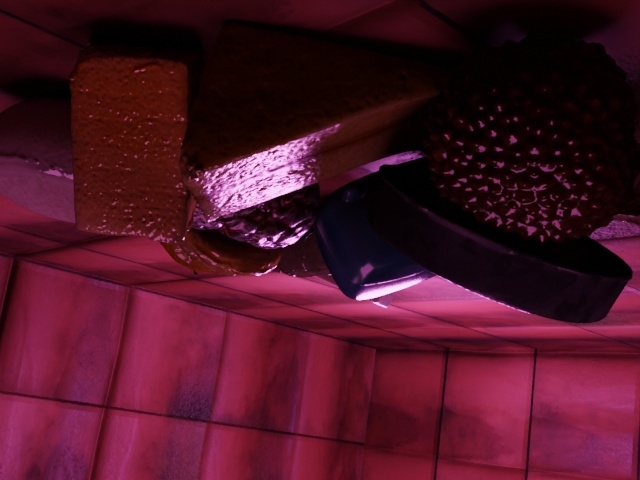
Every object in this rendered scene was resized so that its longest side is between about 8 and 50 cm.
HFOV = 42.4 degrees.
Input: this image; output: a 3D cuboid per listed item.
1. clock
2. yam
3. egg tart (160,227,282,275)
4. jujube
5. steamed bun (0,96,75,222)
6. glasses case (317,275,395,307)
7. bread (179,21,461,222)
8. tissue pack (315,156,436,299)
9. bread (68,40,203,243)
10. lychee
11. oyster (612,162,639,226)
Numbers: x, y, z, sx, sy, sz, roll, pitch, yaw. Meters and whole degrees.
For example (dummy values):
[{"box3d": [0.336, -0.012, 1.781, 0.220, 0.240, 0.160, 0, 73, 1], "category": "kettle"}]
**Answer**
[{"box3d": [0.250, -0.003, 1.190, 0.386, 0.076, 0.386, 19, -163, -6], "category": "clock"}, {"box3d": [0.000, 0.000, 1.896, 0.168, 0.168, 0.304, 19, 161, -39], "category": "yam"}, {"box3d": [-0.221, -0.036, 1.596, 0.319, 0.319, 0.128, 21, 127, -44], "category": "egg tart"}, {"box3d": [-0.141, -0.102, 1.424, 0.226, 0.226, 0.317, -5, 157, 44], "category": "jujube"}, {"box3d": [-0.450, -0.152, 1.472, 0.283, 0.177, 0.283, 12, 160, 5], "category": "steamed bun"}, {"box3d": [0.026, 0.068, 2.099, 0.336, 0.076, 0.144, 24, 178, 20], "category": "glasses case"}, {"box3d": [0.020, -0.137, 1.156, 0.361, 0.245, 0.233, 11, 166, 6], "category": "bread"}, {"box3d": [0.143, -0.030, 1.452, 0.287, 0.198, 0.206, -18, 156, -14], "category": "tissue pack"}, {"box3d": [-0.267, -0.142, 1.209, 0.184, 0.275, 0.114, 6, -161, 6], "category": "bread"}, {"box3d": [0.254, -0.122, 1.017, 0.267, 0.267, 0.267, 8, 167, 2], "category": "lychee"}, {"box3d": [0.523, -0.079, 1.369, 0.341, 0.110, 0.166, 5, 171, 3], "category": "oyster"}]
